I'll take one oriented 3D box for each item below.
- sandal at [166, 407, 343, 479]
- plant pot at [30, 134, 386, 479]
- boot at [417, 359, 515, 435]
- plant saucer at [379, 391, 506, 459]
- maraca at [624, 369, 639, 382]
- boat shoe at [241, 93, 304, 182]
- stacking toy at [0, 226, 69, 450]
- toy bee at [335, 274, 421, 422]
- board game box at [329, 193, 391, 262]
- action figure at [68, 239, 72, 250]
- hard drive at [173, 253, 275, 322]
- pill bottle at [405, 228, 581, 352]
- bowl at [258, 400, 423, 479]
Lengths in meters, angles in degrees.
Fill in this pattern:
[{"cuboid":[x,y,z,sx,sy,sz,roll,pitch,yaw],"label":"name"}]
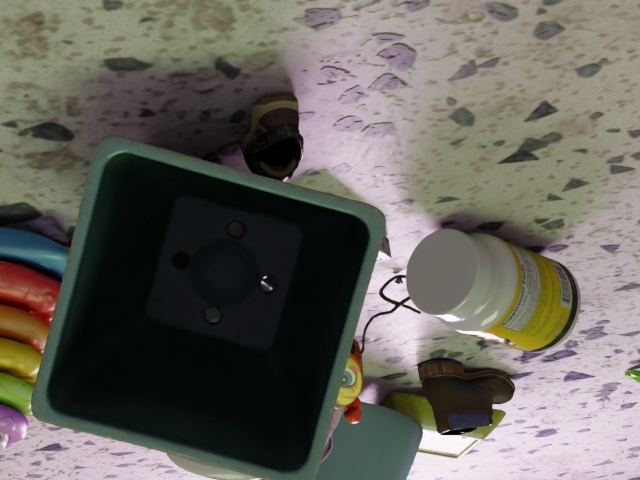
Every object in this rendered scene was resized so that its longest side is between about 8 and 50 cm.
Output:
[{"cuboid":[-0.060,0.247,1.711,0.169,0.102,0.416,17,-165,19],"label":"sandal"},{"cuboid":[-0.093,0.046,1.242,0.247,0.248,0.252,15,-173,-2],"label":"plant pot"},{"cuboid":[0.225,0.250,2.044,0.082,0.106,0.219,-26,151,36],"label":"boot"},{"cuboid":[0.179,0.303,2.176,0.188,0.045,0.188,11,155,-8],"label":"plant saucer"},{"cuboid":[0.567,0.226,2.123,0.185,0.099,0.127,7,165,40],"label":"maraca"},{"cuboid":[-0.044,-0.080,1.257,0.056,0.049,0.152,-6,157,-4],"label":"boat shoe"},{"cuboid":[-0.341,0.151,1.370,0.175,0.302,0.166,4,155,-3],"label":"stacking toy"},{"cuboid":[-0.013,0.158,1.646,0.298,0.162,0.195,-3,-155,25],"label":"toy bee"},{"cuboid":[0.000,0.000,1.489,0.103,0.026,0.154,-17,155,22],"label":"board game box"},{"cuboid":[-0.229,0.025,1.474,0.115,0.030,0.038,12,146,-43],"label":"action figure"},{"cuboid":[-0.132,0.058,1.503,0.172,0.054,0.255,-13,166,6],"label":"hard drive"},{"cuboid":[0.199,0.057,1.570,0.119,0.119,0.208,-25,151,35],"label":"pill bottle"},{"cuboid":[0.000,0.362,2.091,0.311,0.163,0.311,4,154,2],"label":"bowl"}]
